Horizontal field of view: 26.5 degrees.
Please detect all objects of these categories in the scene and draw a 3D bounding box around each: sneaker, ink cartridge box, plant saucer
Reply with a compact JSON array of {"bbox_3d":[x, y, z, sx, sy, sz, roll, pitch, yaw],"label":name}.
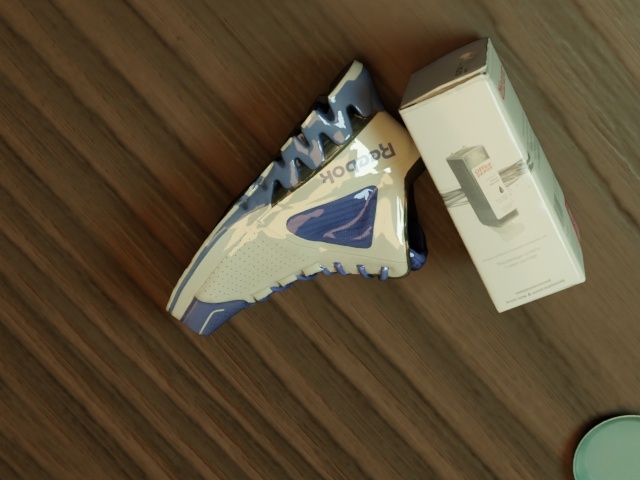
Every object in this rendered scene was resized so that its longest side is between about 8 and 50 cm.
[{"bbox_3d":[0.001,-0.001,1.333,0.182,0.127,0.315,39,108,-5],"label":"sneaker"},{"bbox_3d":[0.162,-0.065,1.273,0.092,0.158,0.218,-22,105,15],"label":"ink cartridge box"},{"bbox_3d":[0.326,0.234,1.429,0.119,0.021,0.119,2,109,7],"label":"plant saucer"}]
